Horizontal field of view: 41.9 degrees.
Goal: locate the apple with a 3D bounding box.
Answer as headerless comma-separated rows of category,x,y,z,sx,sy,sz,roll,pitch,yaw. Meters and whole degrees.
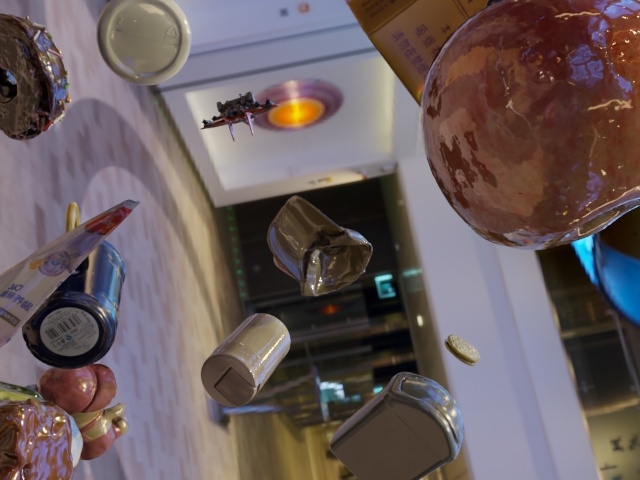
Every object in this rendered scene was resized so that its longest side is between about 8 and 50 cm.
apple,0.271,-0.125,0.952,0.345,0.345,0.269,80,6,-78

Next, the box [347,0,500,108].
box,0.285,-0.421,1.409,0.264,0.415,0.115,42,19,-47

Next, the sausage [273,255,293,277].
sausage,-0.055,0.071,2.002,0.041,0.131,0.039,-54,169,-22

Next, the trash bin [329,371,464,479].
trash bin,0.151,0.363,1.559,0.177,0.236,0.101,44,29,-2

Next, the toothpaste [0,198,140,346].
toothpaste,-0.326,0.052,0.938,0.048,0.301,0.075,51,3,25

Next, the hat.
hat,0.000,0.000,1.654,0.144,0.166,0.173,14,36,-42

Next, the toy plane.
toy plane,-0.124,-0.204,1.327,0.189,0.130,0.061,-88,159,-73

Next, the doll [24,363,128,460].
doll,-0.564,0.390,1.963,0.152,0.196,0.255,42,-29,49

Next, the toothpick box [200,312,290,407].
toothpick box,-0.137,0.220,1.559,0.180,0.111,0.111,-46,129,-62

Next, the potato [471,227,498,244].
potato,0.327,-0.134,1.585,0.173,0.210,0.307,-37,107,-45

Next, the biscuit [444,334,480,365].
biscuit,0.306,0.238,1.808,0.023,0.084,0.084,-55,-161,19

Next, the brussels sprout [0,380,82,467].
brussels sprout,-0.636,0.397,1.549,0.281,0.355,0.289,77,5,-73

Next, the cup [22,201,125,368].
cup,-0.483,0.082,1.574,0.256,0.178,0.255,-114,179,-64

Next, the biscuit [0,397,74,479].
biscuit,-0.511,0.367,1.089,0.166,0.395,0.342,17,74,-66

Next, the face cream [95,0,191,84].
face cream,-0.390,-0.449,1.836,0.187,0.201,0.201,-131,-152,-69

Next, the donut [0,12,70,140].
donut,-0.622,-0.336,1.709,0.103,0.270,0.269,-32,117,-50
